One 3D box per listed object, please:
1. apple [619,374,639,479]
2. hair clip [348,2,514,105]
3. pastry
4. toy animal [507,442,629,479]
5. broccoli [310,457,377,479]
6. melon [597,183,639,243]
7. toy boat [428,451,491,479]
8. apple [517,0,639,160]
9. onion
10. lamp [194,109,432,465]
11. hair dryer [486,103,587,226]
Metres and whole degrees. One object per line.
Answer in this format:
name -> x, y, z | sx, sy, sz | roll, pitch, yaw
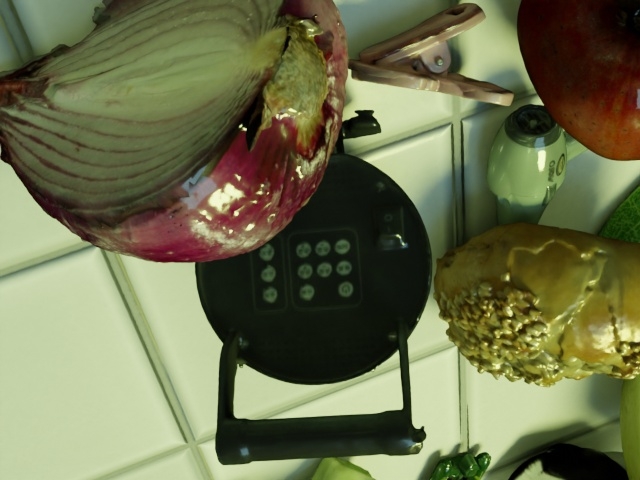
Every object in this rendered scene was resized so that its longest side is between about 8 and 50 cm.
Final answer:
apple -> 0.631, 0.312, 1.415 | 0.312, 0.360, 0.320 | -13, 155, 12
hair clip -> 0.106, -0.157, 0.874 | 0.138, 0.123, 0.102 | -27, 108, -9
pastry -> 0.288, 0.093, 1.081 | 0.311, 0.161, 0.255 | 7, 154, -2
toy animal -> 0.479, 0.466, 1.561 | 0.310, 0.251, 0.251 | 3, 130, -44
broccoli -> 0.002, 0.466, 1.334 | 0.293, 0.348, 0.280 | 52, 61, -83
melon -> 0.459, 0.023, 1.191 | 0.323, 0.196, 0.124 | -45, 163, 23
toy boat -> 0.213, 0.421, 1.506 | 0.104, 0.052, 0.210 | -3, 131, -27
apple -> 0.304, -0.182, 0.863 | 0.234, 0.234, 0.234 | -14, 135, -15
onion -> -0.129, -0.089, 0.728 | 0.349, 0.267, 0.159 | 0, 146, 33
lamp -> 0.007, 0.036, 0.870 | 0.205, 0.374, 0.272 | -6, 159, 8
hair dryer -> 0.297, -0.081, 1.073 | 0.267, 0.092, 0.229 | -16, 144, -27
